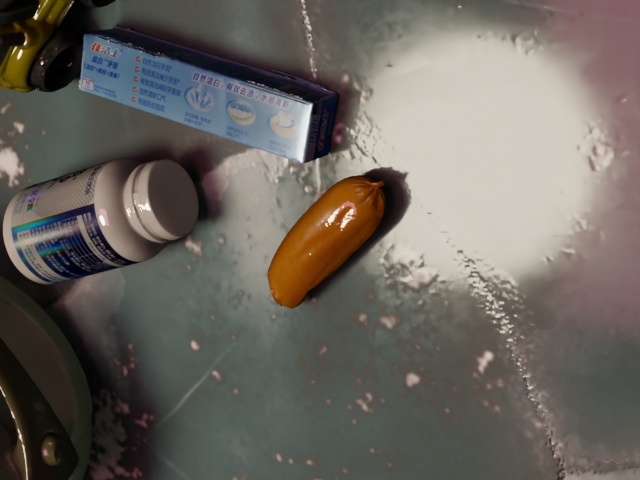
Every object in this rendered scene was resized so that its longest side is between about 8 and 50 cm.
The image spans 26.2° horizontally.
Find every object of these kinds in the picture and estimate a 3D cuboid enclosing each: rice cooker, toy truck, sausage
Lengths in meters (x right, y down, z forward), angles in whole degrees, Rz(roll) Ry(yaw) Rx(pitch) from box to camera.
[{"bbox_3d":[-0.425,0.195,1.443,0.325,0.335,0.335,-36,82,32],"label":"rice cooker"},{"bbox_3d":[-0.304,-0.251,1.360,0.147,0.165,0.224,41,119,16],"label":"toy truck"},{"bbox_3d":[0.000,0.000,1.305,0.183,0.054,0.062,-44,50,33],"label":"sausage"}]

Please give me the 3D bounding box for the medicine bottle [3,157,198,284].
[{"bbox_3d":[-0.222,-0.023,1.398,0.191,0.107,0.107,-14,94,32],"label":"medicine bottle"}]

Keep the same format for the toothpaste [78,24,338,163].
[{"bbox_3d":[-0.113,-0.146,1.340,0.272,0.053,0.066,19,115,25],"label":"toothpaste"}]
